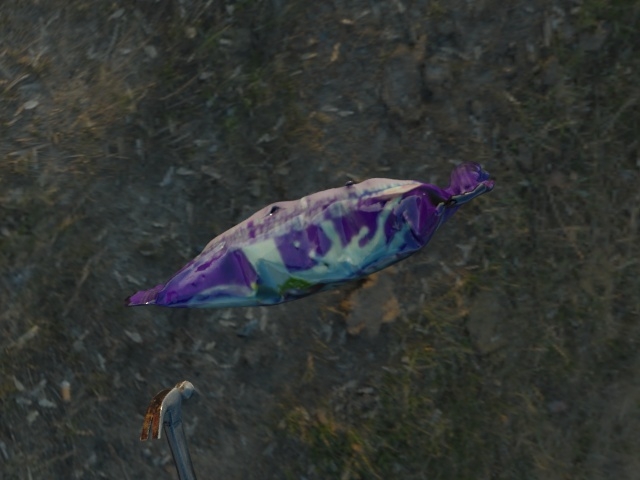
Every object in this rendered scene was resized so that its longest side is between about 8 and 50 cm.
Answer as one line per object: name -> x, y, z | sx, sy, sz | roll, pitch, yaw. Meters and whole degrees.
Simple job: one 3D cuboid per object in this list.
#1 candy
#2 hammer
candy -> 0.000, 0.000, 0.726 | 0.275, 0.145, 0.070 | -19, 89, 17
hammer -> -0.216, 0.381, 1.601 | 0.137, 0.037, 0.290 | -22, 99, -66
